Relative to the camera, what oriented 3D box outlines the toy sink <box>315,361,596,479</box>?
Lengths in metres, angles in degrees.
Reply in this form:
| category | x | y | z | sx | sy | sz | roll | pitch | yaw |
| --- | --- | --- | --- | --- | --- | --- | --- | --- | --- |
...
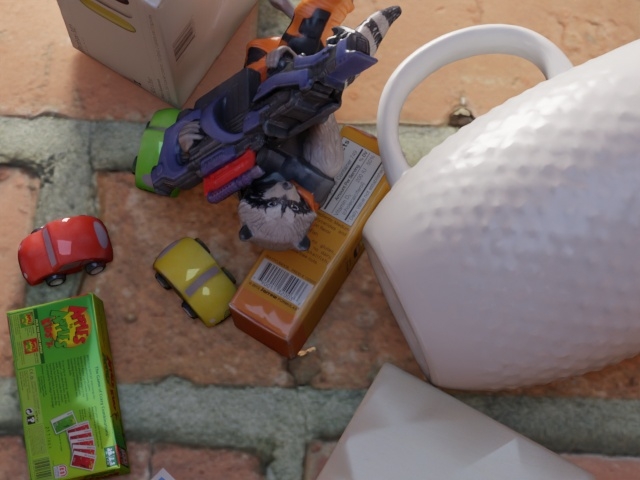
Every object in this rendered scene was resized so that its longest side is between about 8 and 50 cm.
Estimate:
| category | x | y | z | sx | sy | sz | roll | pitch | yaw |
| --- | --- | --- | --- | --- | --- | --- | --- | --- | --- |
| toy sink | 0.128 | 0.248 | 1.577 | 0.234 | 0.131 | 0.153 | 27 | 75 | 14 |

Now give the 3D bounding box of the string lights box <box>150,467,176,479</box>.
| category | x | y | z | sx | sy | sz | roll | pitch | yaw |
| --- | --- | --- | --- | --- | --- | --- | --- | --- | --- |
| string lights box | -0.192 | 0.360 | 1.572 | 0.133 | 0.077 | 0.260 | 41 | 77 | 13 |

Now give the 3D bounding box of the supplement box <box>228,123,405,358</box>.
| category | x | y | z | sx | sy | sz | roll | pitch | yaw |
| --- | --- | --- | --- | --- | --- | --- | --- | --- | --- |
| supplement box | 0.000 | 0.000 | 1.684 | 0.080 | 0.078 | 0.233 | 31 | 75 | 13 |

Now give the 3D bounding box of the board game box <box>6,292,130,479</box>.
| category | x | y | z | sx | sy | sz | roll | pitch | yaw |
| --- | --- | --- | --- | --- | --- | --- | --- | --- | --- |
| board game box | -0.253 | 0.152 | 1.649 | 0.092 | 0.043 | 0.181 | -13 | 73 | 5 |

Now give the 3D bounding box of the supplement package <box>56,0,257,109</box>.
| category | x | y | z | sx | sy | sz | roll | pitch | yaw |
| --- | --- | --- | --- | --- | --- | --- | --- | --- | --- |
| supplement package | -0.158 | -0.292 | 1.678 | 0.145 | 0.262 | 0.204 | 31 | 76 | 10 |

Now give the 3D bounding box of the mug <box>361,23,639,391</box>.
| category | x | y | z | sx | sy | sz | roll | pitch | yaw |
| --- | --- | --- | --- | --- | --- | --- | --- | --- | --- |
| mug | 0.200 | -0.043 | 1.597 | 0.328 | 0.276 | 0.374 | -25 | 71 | -3 |

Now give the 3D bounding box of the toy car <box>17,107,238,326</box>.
| category | x | y | z | sx | sy | sz | roll | pitch | yaw |
| --- | --- | --- | --- | --- | --- | --- | --- | --- | --- |
| toy car | -0.180 | -0.041 | 1.709 | 0.239 | 0.053 | 0.225 | 14 | 73 | 4 |

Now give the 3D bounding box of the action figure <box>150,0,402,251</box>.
| category | x | y | z | sx | sy | sz | roll | pitch | yaw |
| --- | --- | --- | --- | --- | --- | --- | --- | --- | --- |
| action figure | -0.003 | -0.140 | 1.604 | 0.178 | 0.341 | 0.330 | 28 | 64 | -29 |
